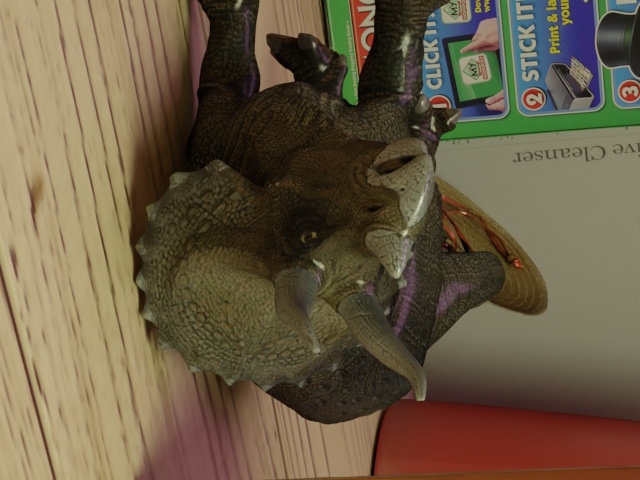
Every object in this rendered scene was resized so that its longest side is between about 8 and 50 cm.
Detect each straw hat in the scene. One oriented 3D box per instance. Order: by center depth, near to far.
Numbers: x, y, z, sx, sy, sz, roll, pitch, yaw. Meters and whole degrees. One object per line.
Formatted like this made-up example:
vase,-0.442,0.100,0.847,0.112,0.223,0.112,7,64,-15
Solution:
straw hat,0.051,0.016,1.025,0.061,0.144,0.144,-52,-176,19

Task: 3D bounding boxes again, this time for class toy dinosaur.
toy dinosaur,0.000,0.000,0.696,0.313,0.121,0.160,71,30,-72

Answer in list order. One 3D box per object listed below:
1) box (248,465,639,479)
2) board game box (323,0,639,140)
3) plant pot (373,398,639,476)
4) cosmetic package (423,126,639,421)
box,0.029,0.143,0.550,0.130,0.171,0.091,-84,166,-48
board game box,0.098,-0.207,0.950,0.046,0.214,0.317,-70,155,-66
plant pot,0.166,0.219,1.100,0.275,0.243,0.274,-3,90,-80
cosmetic package,0.155,-0.021,1.216,0.156,0.217,0.385,-83,163,-48
